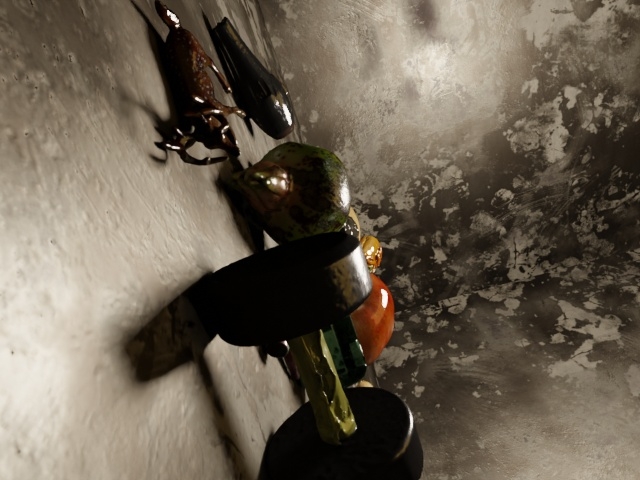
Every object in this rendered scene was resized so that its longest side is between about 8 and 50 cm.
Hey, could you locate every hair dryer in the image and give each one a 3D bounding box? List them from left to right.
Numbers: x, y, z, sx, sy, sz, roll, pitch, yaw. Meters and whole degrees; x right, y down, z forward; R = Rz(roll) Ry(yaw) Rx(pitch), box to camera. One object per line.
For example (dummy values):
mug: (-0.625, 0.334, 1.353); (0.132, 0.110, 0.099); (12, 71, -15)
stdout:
hair dryer: (-0.191, -0.442, 1.131); (0.303, 0.120, 0.359); (54, 5, -29)
hair dryer: (-0.057, 0.192, 0.740); (0.106, 0.054, 0.154); (-89, 166, -55)

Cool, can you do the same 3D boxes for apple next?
apple: (0.085, 0.212, 1.086); (0.242, 0.242, 0.241); (-100, 173, -46)

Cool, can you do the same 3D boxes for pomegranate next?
pomegranate: (-0.069, -0.083, 0.837); (0.222, 0.277, 0.204); (48, -44, 25)

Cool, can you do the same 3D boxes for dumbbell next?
dumbbell: (-0.003, 0.167, 0.537); (0.204, 0.204, 0.322); (-75, 148, -78)

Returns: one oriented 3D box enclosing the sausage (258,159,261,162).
sausage: (-0.120, -0.143, 0.975); (0.054, 0.059, 0.094); (-66, 143, -71)

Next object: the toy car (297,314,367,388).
toy car: (-0.009, 0.158, 0.853); (0.125, 0.136, 0.305); (-121, -168, -80)

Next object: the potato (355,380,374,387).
potato: (0.169, 0.581, 1.459); (0.118, 0.109, 0.178); (1, 66, -61)

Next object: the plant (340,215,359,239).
plant: (0.001, 0.002, 1.127); (0.275, 0.149, 0.146); (-10, 94, -61)

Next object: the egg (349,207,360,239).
egg: (0.022, -0.055, 1.362); (0.201, 0.201, 0.244); (-81, 153, -76)

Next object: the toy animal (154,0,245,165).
toy animal: (-0.181, -0.205, 0.608); (0.243, 0.087, 0.260); (60, 8, 0)

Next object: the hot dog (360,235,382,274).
hot dog: (0.111, 0.120, 1.379); (0.349, 0.117, 0.158); (-45, 157, -47)
